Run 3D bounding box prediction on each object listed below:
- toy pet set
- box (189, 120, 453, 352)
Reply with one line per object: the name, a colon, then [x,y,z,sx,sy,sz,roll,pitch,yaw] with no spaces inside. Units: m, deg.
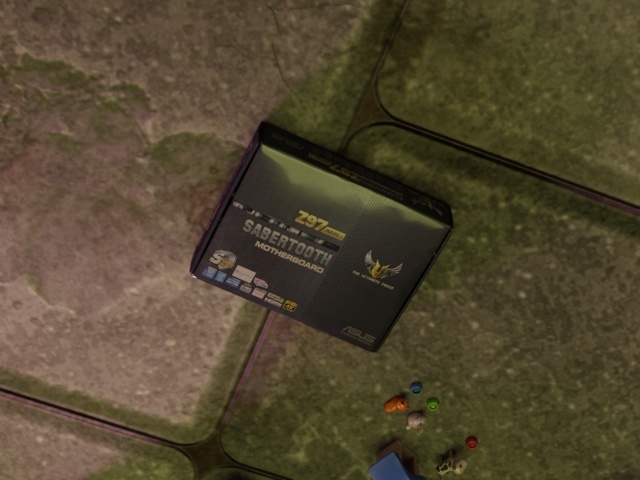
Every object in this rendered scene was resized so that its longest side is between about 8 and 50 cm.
toy pet set: [0.112,0.252,1.569,0.114,0.065,0.122,-38,112,21]
box: [0.000,0.000,1.428,0.232,0.059,0.183,24,117,-12]
